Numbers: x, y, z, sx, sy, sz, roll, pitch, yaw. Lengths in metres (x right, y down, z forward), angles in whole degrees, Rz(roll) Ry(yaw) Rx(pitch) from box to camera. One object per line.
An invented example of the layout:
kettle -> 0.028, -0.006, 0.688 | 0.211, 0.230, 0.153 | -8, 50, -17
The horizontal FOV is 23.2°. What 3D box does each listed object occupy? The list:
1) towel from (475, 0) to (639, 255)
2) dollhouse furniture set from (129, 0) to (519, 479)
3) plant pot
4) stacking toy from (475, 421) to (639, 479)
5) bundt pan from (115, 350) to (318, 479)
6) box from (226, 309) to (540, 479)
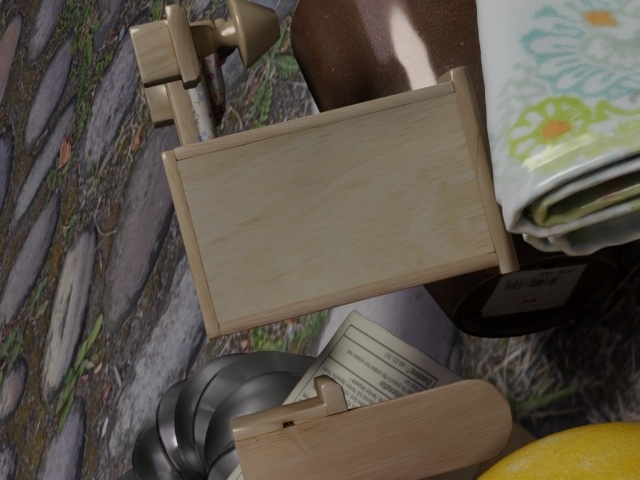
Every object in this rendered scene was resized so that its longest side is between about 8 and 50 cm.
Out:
towel -> 0.231, -0.183, 0.803 | 0.321, 0.090, 0.374 | -15, 52, 20
dollhouse furniture set -> 0.000, 0.000, 1.000 | 0.355, 0.174, 0.303 | 171, 85, -85
plant pot -> 0.108, -0.062, 1.013 | 0.215, 0.215, 0.230 | -43, 50, 42
stacking toy -> 0.138, 0.210, 0.719 | 0.480, 0.350, 0.350 | -51, 26, -5
bundt pan -> -0.074, 0.230, 1.211 | 0.331, 0.124, 0.331 | -43, 35, 42
box -> -0.002, 0.215, 0.986 | 0.311, 0.121, 0.148 | -53, 30, -3
